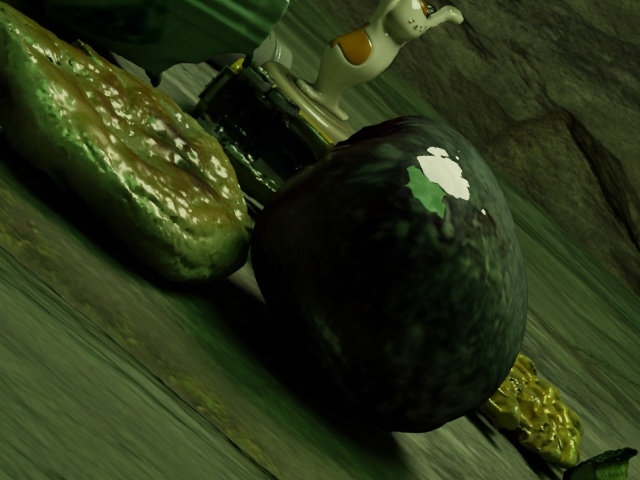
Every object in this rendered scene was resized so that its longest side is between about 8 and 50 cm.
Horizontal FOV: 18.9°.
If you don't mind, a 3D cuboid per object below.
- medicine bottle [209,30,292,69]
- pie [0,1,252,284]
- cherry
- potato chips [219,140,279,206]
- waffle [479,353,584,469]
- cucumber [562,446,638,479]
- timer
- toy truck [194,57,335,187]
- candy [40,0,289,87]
[{"bbox_3d":[-0.100,-0.247,2.422,0.130,0.080,0.080,34,15,-44],"label":"medicine bottle"},{"bbox_3d":[-0.169,-0.083,1.592,0.337,0.075,0.337,42,11,-10],"label":"pie"},{"bbox_3d":[0.058,0.017,1.620,0.296,0.218,0.255,65,15,-5],"label":"cherry"},{"bbox_3d":[-0.034,-0.023,1.941,0.207,0.028,0.092,41,-11,-8],"label":"potato chips"},{"bbox_3d":[0.182,0.142,2.046,0.261,0.056,0.250,43,10,12],"label":"waffle"},{"bbox_3d":[0.289,0.254,1.999,0.046,0.070,0.220,6,0,20],"label":"cucumber"},{"bbox_3d":[0.034,-0.200,2.235,0.175,0.266,0.175,41,12,-10],"label":"timer"},{"bbox_3d":[-0.038,-0.102,2.062,0.227,0.098,0.114,44,5,10],"label":"toy truck"},{"bbox_3d":[-0.236,-0.307,1.976,0.263,0.172,0.398,31,6,-37],"label":"candy"}]
